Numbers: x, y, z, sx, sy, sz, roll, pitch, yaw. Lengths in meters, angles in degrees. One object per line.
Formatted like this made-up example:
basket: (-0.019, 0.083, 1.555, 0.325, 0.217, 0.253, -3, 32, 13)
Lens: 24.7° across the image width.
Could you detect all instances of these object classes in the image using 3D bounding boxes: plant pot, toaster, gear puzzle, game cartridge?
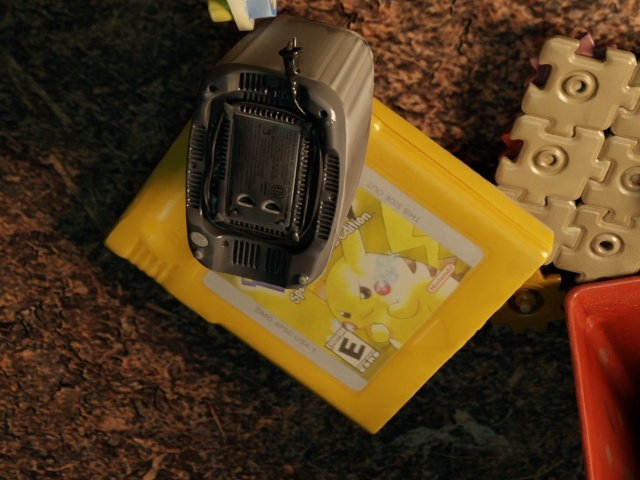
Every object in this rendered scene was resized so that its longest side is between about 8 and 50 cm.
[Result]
plant pot: (0.387, 0.192, 1.339, 0.267, 0.267, 0.235, -11, 145, 15)
toaster: (-0.029, -0.085, 1.181, 0.129, 0.146, 0.227, 12, 123, 10)
gear puzzle: (0.233, -0.039, 1.319, 0.175, 0.044, 0.339, 12, 130, -4)
game cartridge: (0.000, 0.000, 1.335, 0.324, 0.052, 0.285, 35, 123, -8)

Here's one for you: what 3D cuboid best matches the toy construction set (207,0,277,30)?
toy construction set: (-0.065, -0.288, 1.023, 0.151, 0.327, 0.215, -2, 84, -2)
